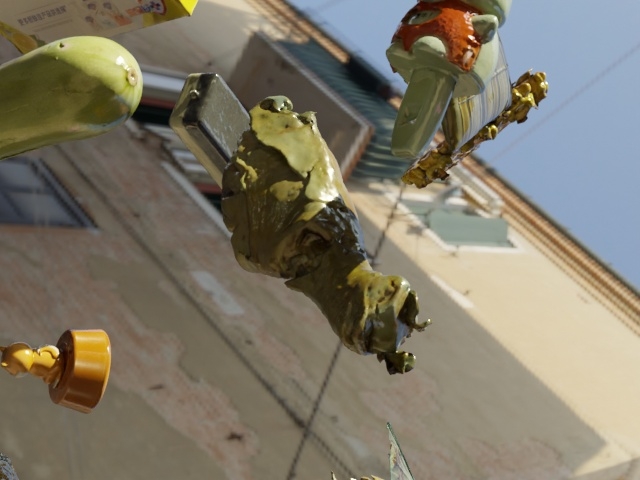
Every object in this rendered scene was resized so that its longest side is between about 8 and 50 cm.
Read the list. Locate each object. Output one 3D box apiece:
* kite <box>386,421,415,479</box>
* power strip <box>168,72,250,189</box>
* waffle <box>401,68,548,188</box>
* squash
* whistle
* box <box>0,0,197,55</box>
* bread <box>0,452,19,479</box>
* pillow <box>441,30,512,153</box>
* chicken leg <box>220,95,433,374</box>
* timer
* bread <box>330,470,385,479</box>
[{"bbox_3d":[0.121,0.427,1.558,0.011,0.314,0.336,-11,-103,20],"label":"kite"},{"bbox_3d":[-0.151,-0.159,1.754,0.070,0.257,0.105,0,-122,27],"label":"power strip"},{"bbox_3d":[0.216,-0.149,1.504,0.051,0.231,0.228,53,-30,-2],"label":"waffle"},{"bbox_3d":[-0.245,-0.105,0.899,0.250,0.083,0.083,-14,-101,35],"label":"squash"},{"bbox_3d":[0.124,-0.195,1.075,0.105,0.102,0.253,23,-103,-5],"label":"whistle"},{"bbox_3d":[-0.232,-0.302,1.166,0.265,0.097,0.168,-4,-127,38],"label":"box"},{"bbox_3d":[-0.441,0.369,1.314,0.246,0.195,0.176,69,-24,11],"label":"bread"},{"bbox_3d":[0.183,-0.184,1.292,0.038,0.203,0.113,-4,-70,31],"label":"pillow"},{"bbox_3d":[0.000,0.000,1.311,0.201,0.152,0.429,-45,-137,7],"label":"chicken leg"},{"bbox_3d":[-0.413,0.188,1.661,0.132,0.152,0.132,-33,-130,51],"label":"timer"},{"bbox_3d":[0.062,0.390,1.073,0.225,0.279,0.250,-39,-126,18],"label":"bread"}]
